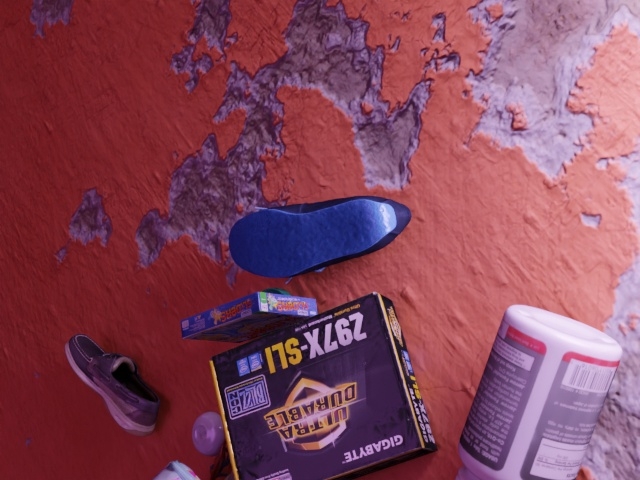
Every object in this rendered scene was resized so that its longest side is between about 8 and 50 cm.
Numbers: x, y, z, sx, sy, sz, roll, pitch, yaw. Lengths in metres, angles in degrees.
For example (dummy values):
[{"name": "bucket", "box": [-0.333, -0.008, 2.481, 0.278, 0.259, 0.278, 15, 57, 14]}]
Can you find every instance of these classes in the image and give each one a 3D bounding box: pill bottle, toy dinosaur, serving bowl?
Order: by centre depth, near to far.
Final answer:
[{"name": "pill bottle", "box": [0.279, 0.243, 1.329, 0.161, 0.161, 0.283, 26, 102, 42]}, {"name": "toy dinosaur", "box": [-0.191, 0.409, 1.802, 0.047, 0.090, 0.082, 14, 49, 33]}, {"name": "serving bowl", "box": [-0.213, 0.361, 1.858, 0.083, 0.027, 0.083, -7, 79, 41]}]

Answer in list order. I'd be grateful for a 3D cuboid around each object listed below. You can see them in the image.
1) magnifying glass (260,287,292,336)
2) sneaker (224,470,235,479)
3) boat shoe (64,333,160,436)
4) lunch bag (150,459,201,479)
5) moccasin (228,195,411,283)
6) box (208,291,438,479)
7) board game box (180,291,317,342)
[{"name": "magnifying glass", "box": [-0.042, 0.165, 1.733, 0.231, 0.026, 0.092, 42, 112, 40]}, {"name": "sneaker", "box": [-0.076, 0.435, 1.670, 0.252, 0.103, 0.111, 28, 105, 41]}, {"name": "boat shoe", "box": [-0.412, 0.272, 2.010, 0.285, 0.103, 0.092, 43, 107, 34]}, {"name": "lunch bag", "box": [-0.202, 0.485, 1.672, 0.224, 0.279, 0.108, 44, 72, 9]}, {"name": "moccasin", "box": [0.000, 0.000, 1.659, 0.342, 0.117, 0.138, -3, 94, 38]}, {"name": "box", "box": [-0.003, 0.257, 1.587, 0.322, 0.079, 0.257, -23, 66, 20]}, {"name": "board game box", "box": [-0.123, 0.133, 1.704, 0.201, 0.136, 0.035, -22, 68, 40]}]
